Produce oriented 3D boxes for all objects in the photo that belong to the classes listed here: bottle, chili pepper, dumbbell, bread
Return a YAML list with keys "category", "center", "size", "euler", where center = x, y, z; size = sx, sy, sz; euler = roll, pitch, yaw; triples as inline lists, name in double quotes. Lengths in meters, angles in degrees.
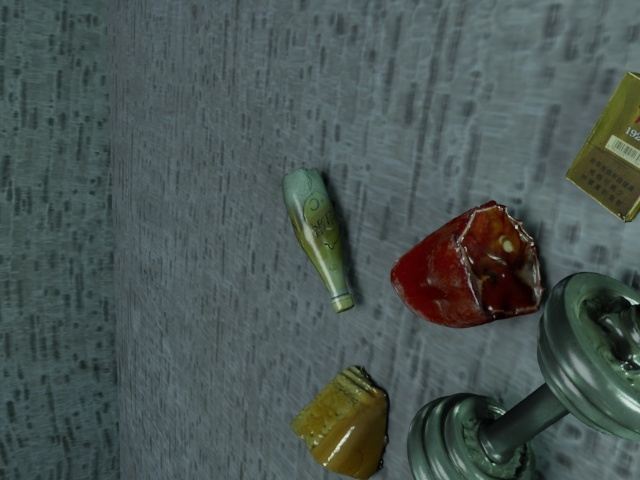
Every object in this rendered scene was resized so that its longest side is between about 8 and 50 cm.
- category: "bottle"
  center: [0.000, 0.000, 1.083]
  size: [0.083, 0.083, 0.269]
  euler: [-39, 65, 51]
- category: "chili pepper"
  center: [0.182, 0.055, 0.829]
  size: [0.144, 0.136, 0.253]
  euler: [36, 155, -9]
- category: "dumbbell"
  center: [0.244, 0.195, 0.681]
  size: [0.179, 0.179, 0.406]
  euler: [61, 139, 29]
- category: "bread"
  center: [0.059, 0.338, 1.087]
  size: [0.140, 0.169, 0.160]
  euler: [34, 163, 48]

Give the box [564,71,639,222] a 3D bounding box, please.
- category: "box"
  center: [0.330, -0.098, 0.640]
  size: [0.090, 0.023, 0.133]
  euler: [49, 133, 37]
